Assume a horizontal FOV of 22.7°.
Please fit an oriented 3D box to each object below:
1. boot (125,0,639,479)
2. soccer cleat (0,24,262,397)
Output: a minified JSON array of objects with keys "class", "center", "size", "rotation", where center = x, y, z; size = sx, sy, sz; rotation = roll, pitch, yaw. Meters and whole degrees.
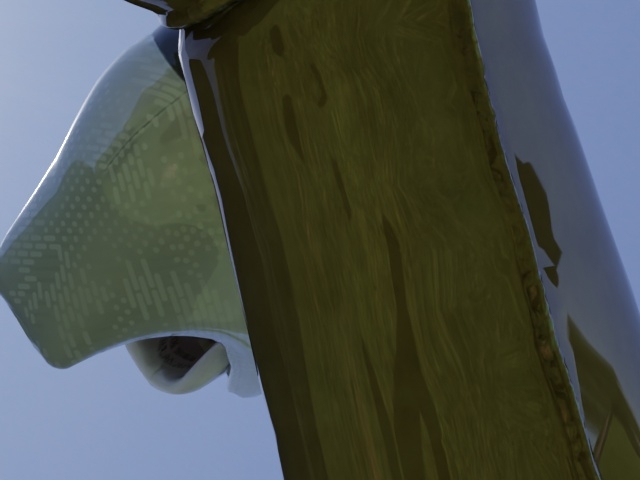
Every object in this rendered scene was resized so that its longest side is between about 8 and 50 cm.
[{"class":"boot","center":[-0.005,0.000,0.333],"size":[0.236,0.089,0.270],"rotation":[-14,-90,-42]},{"class":"soccer cleat","center":[0.000,0.000,0.630],"size":[0.143,0.116,0.331],"rotation":[-47,-27,15]}]
